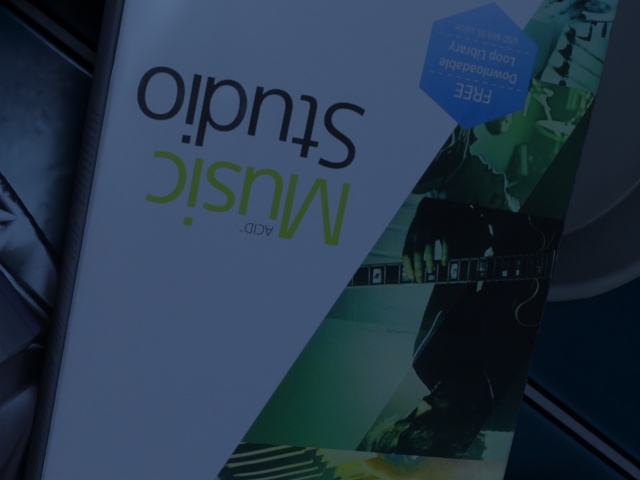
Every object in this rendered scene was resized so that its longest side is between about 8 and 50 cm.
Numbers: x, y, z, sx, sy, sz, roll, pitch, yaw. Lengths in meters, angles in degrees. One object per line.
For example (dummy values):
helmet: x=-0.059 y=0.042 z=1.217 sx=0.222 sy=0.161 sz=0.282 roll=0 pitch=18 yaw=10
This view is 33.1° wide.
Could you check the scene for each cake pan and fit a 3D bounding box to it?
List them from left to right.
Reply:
cake pan: x=0.158 y=-0.107 z=0.633 sx=0.293 sy=0.054 sz=0.293 roll=-12 pitch=115 yaw=-27

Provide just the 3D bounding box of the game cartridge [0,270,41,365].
game cartridge: x=-0.328 y=0.043 z=0.466 sx=0.355 sy=0.068 sz=0.230 roll=-32 pitch=95 yaw=10

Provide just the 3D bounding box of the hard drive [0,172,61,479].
hard drive: x=-0.186 y=0.105 z=0.574 sx=0.172 sy=0.054 sz=0.254 roll=-29 pitch=97 yaw=-16

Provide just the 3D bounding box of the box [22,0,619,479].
box: x=0.000 y=0.000 z=0.510 sx=0.232 sy=0.058 sz=0.321 roll=8 pitch=101 yaw=-20
